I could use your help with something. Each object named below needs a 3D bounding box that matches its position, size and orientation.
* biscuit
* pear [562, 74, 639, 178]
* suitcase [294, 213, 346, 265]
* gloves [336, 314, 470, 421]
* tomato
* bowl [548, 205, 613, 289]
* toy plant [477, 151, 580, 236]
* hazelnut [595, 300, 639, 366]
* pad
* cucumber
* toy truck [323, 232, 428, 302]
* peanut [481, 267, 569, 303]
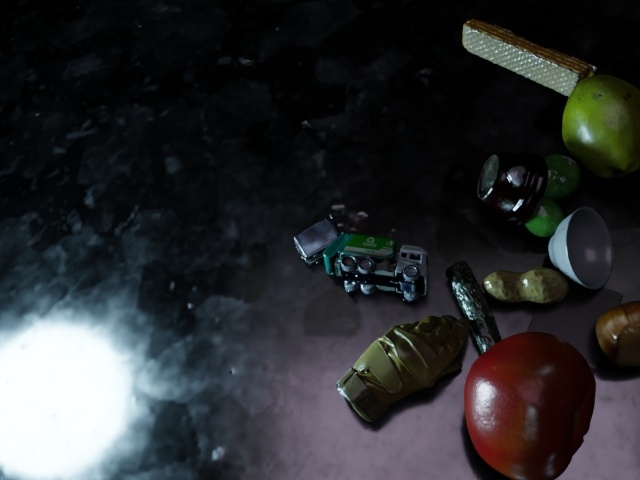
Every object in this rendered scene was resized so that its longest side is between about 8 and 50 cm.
[{"bbox_3d":[0.557,-0.500,1.770,0.378,0.094,0.054,33,68,23],"label":"biscuit"},{"bbox_3d":[0.693,-0.279,1.565,0.212,0.212,0.269,-9,68,6],"label":"pear"},{"bbox_3d":[0.000,0.000,1.640,0.126,0.059,0.086,-30,60,-5],"label":"suitcase"},{"bbox_3d":[0.194,0.262,1.422,0.331,0.141,0.154,-35,61,-8],"label":"gloves"},{"bbox_3d":[0.404,0.319,1.284,0.226,0.299,0.299,18,67,37],"label":"tomato"},{"bbox_3d":[0.582,0.020,1.485,0.086,0.189,0.189,-10,52,53],"label":"bowl"},{"bbox_3d":[0.507,-0.125,1.557,0.235,0.175,0.218,19,73,-11],"label":"toy plant"},{"bbox_3d":[0.664,0.189,1.372,0.150,0.150,0.150,-5,62,9],"label":"hazelnut"},{"bbox_3d":[0.564,0.194,1.462,0.163,0.004,0.243,23,69,21],"label":"pad"},{"bbox_3d":[0.366,0.184,1.473,0.067,0.067,0.294,-20,62,1],"label":"cucumber"},{"bbox_3d":[0.134,0.060,1.558,0.253,0.114,0.124,6,54,14],"label":"toy truck"},{"bbox_3d":[0.466,0.104,1.478,0.192,0.089,0.089,-5,62,12],"label":"peanut"}]
